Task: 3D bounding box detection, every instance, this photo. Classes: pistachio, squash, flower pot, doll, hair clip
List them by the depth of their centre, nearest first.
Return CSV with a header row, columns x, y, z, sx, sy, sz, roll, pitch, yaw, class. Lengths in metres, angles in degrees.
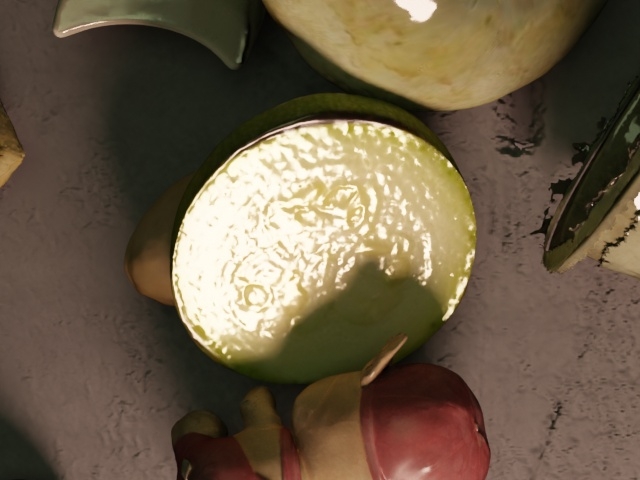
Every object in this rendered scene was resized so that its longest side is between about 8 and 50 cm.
x,y,z,sx,sy,sz,roll,pitch,yaw,class
0.341,-0.038,1.453,0.259,0.290,0.290,31,89,-3,flower pot
0.000,0.000,1.504,0.252,0.049,0.252,-6,122,-10,squash
0.014,0.188,1.510,0.255,0.196,0.152,-22,44,9,doll
-0.093,-0.001,1.566,0.149,0.113,0.113,-25,81,8,pistachio
-0.111,-0.291,1.609,0.172,0.113,0.282,10,90,9,hair clip

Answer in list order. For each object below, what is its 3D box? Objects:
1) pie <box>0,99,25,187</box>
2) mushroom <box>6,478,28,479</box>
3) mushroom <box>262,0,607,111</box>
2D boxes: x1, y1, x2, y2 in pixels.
x,y,z,sx,sy,sz,roll,pitch,yaw,class
-0.362,-0.150,1.640,0.128,0.068,0.282,-32,76,-2,pie
-0.253,0.264,1.581,0.127,0.087,0.127,0,92,-14,mushroom
0.094,-0.277,1.490,0.352,0.260,0.352,-10,110,-27,mushroom
